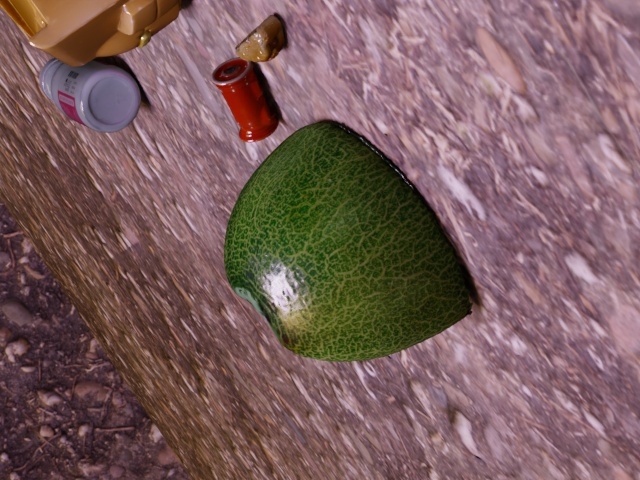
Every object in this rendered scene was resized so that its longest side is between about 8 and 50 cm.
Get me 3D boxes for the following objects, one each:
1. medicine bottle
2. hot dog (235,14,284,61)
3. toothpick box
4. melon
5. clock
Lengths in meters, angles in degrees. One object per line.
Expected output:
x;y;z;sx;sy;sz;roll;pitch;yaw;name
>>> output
-0.323;-0.207;1.993;0.216;0.090;0.090;27;149;59;medicine bottle
-0.054;-0.187;1.381;0.034;0.030;0.090;47;165;-7;hot dog
-0.077;-0.144;1.506;0.047;0.047;0.083;34;156;50;toothpick box
0.000;0.000;1.370;0.265;0.169;0.129;44;160;26;melon
-0.257;-0.298;1.473;0.244;0.200;0.317;57;172;-1;clock
